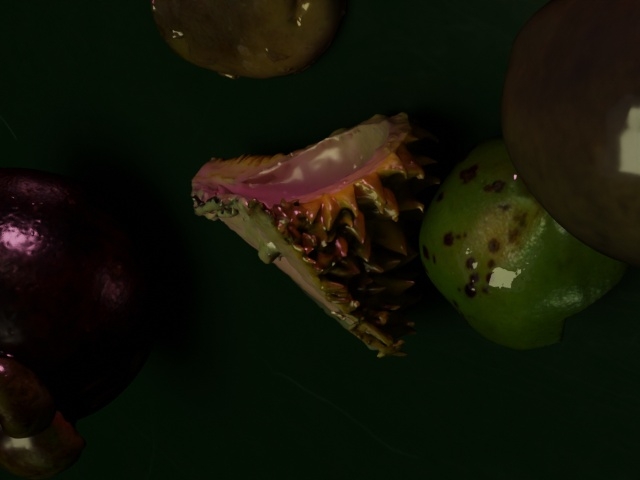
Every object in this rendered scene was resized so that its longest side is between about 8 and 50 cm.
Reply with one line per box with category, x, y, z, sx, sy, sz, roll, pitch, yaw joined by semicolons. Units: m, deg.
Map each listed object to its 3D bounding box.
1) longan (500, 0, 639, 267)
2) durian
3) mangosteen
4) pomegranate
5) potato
longan;0.187;-0.068;0.512;0.187;0.167;0.167;26;130;44
durian;0.008;0.009;0.761;0.196;0.185;0.305;63;163;-13
mangosteen;-0.333;0.089;1.016;0.307;0.347;0.307;6;137;6
pomegranate;0.126;0.004;0.648;0.169;0.122;0.143;131;133;-59
potato;-0.074;-0.205;0.778;0.200;0.081;0.164;-2;110;45
